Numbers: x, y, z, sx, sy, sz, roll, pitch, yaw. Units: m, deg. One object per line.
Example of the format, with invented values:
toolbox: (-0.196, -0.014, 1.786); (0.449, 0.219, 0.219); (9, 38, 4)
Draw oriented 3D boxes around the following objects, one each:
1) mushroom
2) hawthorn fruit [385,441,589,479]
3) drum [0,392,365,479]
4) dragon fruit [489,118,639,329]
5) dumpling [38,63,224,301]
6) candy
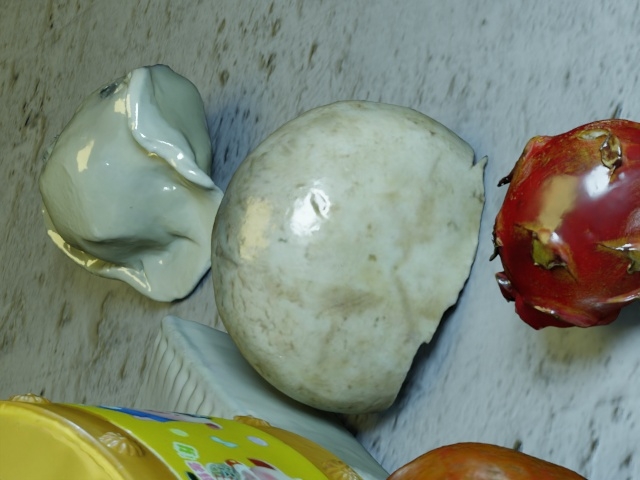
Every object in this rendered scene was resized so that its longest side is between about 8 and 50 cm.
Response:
mushroom: (0.000, 0.000, 1.615); (0.195, 0.189, 0.254); (7, 73, 64)
hawthorn fruit: (0.099, 0.203, 1.267); (0.169, 0.188, 0.169); (-37, 42, 42)
drum: (-0.129, 0.303, 1.192); (0.431, 0.214, 0.431); (-9, 77, 41)
dragon fruit: (0.210, -0.030, 1.301); (0.246, 0.125, 0.125); (-28, 33, 36)
dumpling: (-0.183, -0.052, 2.126); (0.243, 0.187, 0.318); (55, 146, 11)
candy: (-0.067, 0.221, 1.662); (0.208, 0.145, 0.358); (-67, 25, 9)
